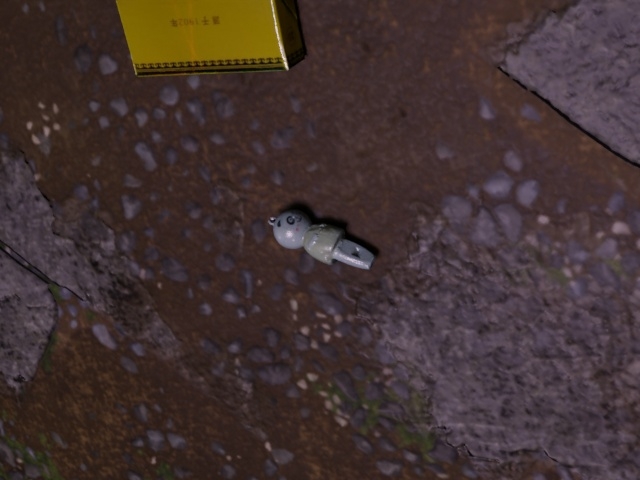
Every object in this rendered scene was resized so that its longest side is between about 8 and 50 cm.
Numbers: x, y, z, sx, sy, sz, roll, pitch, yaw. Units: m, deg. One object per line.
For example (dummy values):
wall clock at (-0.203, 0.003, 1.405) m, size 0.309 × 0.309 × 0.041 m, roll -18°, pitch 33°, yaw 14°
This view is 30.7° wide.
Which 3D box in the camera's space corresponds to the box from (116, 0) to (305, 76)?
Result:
box at (-0.109, -0.269, 0.920) m, size 0.153 × 0.041 × 0.279 m, roll 1°, pitch 114°, yaw 28°

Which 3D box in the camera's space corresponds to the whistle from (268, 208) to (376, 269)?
whistle at (0.000, 0.000, 0.999) m, size 0.100 × 0.035 × 0.035 m, roll 23°, pitch 124°, yaw 16°
